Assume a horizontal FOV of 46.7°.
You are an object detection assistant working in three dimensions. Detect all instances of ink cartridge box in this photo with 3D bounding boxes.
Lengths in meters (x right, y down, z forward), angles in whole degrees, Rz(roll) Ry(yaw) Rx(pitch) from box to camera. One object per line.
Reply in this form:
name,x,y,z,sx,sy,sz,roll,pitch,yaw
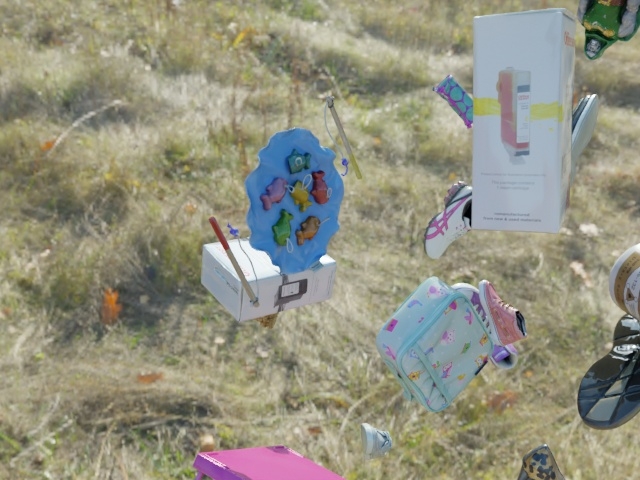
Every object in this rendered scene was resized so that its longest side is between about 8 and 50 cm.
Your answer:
ink cartridge box,0.390,-0.228,1.410,0.160,0.384,0.279,4,13,23
ink cartridge box,-0.072,0.044,1.003,0.150,0.063,0.109,-11,33,-35

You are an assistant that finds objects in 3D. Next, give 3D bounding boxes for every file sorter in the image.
file sorter,-0.057,0.410,1.009,0.202,0.182,0.291,22,-5,22

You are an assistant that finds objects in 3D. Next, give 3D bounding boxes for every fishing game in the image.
fishing game,-0.023,-0.045,0.925,0.041,0.189,0.264,8,43,38

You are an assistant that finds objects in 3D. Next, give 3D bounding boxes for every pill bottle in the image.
pill bottle,0.567,0.096,1.150,0.131,0.131,0.229,-5,19,-12

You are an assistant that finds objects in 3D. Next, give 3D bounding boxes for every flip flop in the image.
flip flop,0.517,0.218,1.237,0.112,0.080,0.277,-2,32,40

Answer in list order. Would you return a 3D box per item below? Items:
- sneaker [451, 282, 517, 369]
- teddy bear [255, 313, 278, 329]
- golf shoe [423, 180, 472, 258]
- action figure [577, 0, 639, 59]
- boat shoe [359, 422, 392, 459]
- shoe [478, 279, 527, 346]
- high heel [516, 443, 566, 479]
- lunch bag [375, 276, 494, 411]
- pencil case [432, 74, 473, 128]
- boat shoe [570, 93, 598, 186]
sneaker,0.439,0.235,1.965,0.102,0.282,0.161,-40,29,11
teddy bear,-0.113,0.055,1.780,0.113,0.245,0.338,12,61,15
golf shoe,0.291,-0.035,1.634,0.067,0.186,0.086,13,21,-39
action figure,0.358,-0.323,0.892,0.063,0.232,0.137,-34,52,-31
boat shoe,0.149,0.532,1.973,0.081,0.227,0.079,-8,64,-1
shoe,0.467,0.177,1.893,0.063,0.081,0.178,7,64,-49
high heel,0.578,0.558,1.693,0.261,0.186,0.093,11,27,-3
lunch bag,0.244,0.232,1.570,0.224,0.279,0.108,-47,43,-12
pencil case,0.387,-0.390,2.084,0.064,0.152,0.070,-19,35,52
boat shoe,0.635,-0.253,1.935,0.091,0.114,0.302,19,74,37
